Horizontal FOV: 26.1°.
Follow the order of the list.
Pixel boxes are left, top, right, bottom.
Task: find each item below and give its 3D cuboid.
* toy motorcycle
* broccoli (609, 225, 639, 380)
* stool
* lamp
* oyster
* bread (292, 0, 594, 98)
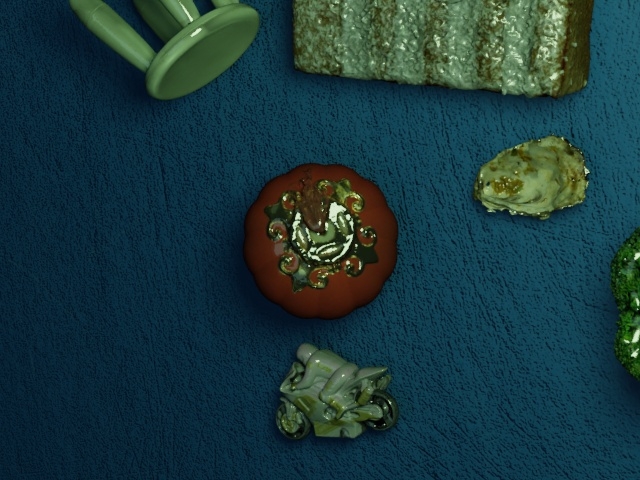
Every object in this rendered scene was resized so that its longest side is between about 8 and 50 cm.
[{"bbox_3d":[0.013,0.227,2.104,0.225,0.073,0.152,-11,97,34],"label":"toy motorcycle"},{"bbox_3d":[0.498,0.070,1.642,0.297,0.297,0.298,-1,100,-4],"label":"broccoli"},{"bbox_3d":[-0.216,-0.336,1.993,0.195,0.195,0.199,-42,78,34],"label":"stool"},{"bbox_3d":[0.000,0.000,1.953,0.227,0.227,0.227,10,110,28],"label":"lamp"},{"bbox_3d":[0.280,-0.078,1.855,0.177,0.056,0.105,-21,82,34],"label":"oyster"},{"bbox_3d":[0.151,-0.289,1.831,0.416,0.113,0.165,9,108,30],"label":"bread"}]
